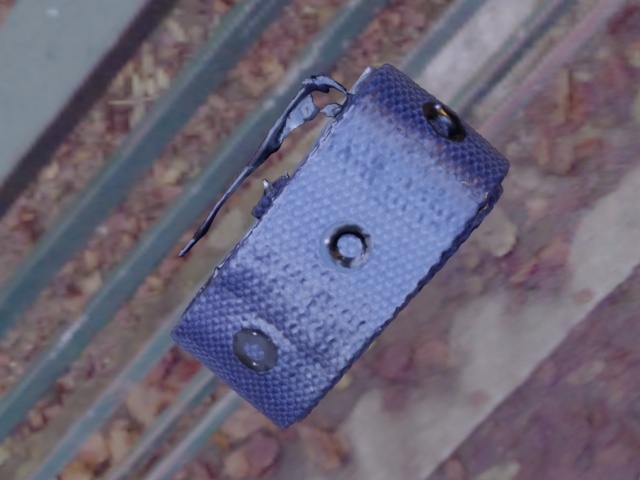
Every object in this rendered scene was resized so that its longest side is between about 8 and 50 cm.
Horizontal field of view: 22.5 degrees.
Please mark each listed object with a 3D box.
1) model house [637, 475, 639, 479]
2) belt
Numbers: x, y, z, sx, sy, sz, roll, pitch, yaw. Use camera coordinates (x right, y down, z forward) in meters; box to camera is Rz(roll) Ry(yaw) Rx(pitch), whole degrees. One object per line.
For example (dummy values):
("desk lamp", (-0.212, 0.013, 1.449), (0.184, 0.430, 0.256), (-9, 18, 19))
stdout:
("model house", (0.360, 0.185, 1.073), (0.339, 0.297, 0.360), (-49, 54, 17))
("belt", (0.000, 0.000, 0.946), (0.126, 0.139, 0.230), (38, 123, -1))
